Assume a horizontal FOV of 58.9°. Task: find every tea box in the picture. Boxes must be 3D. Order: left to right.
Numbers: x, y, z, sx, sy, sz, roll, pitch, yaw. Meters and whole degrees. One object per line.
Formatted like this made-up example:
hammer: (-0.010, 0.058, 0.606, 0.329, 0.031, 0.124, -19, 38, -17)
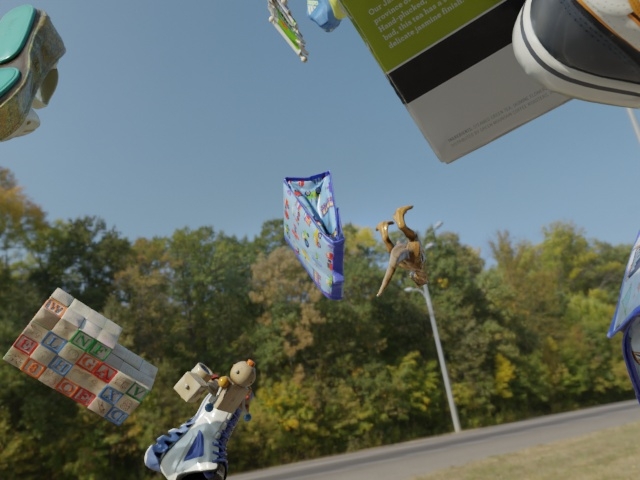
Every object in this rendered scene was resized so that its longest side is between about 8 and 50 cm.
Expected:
tea box: (0.135, -0.320, 0.588, 0.219, 0.329, 0.324, -27, -62, 23)

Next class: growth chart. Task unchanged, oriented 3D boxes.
growth chart: (-0.091, -0.519, 1.297, 0.021, 0.172, 0.237, -37, -17, -2)

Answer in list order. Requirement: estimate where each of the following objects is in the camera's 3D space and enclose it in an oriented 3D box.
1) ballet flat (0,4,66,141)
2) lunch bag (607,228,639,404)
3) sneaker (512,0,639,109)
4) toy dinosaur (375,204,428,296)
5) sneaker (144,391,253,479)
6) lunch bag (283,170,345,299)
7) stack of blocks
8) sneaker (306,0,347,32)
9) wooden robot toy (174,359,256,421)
ballet flat: (-0.475, -0.231, 0.877, 0.123, 0.349, 0.123, -1, -40, -1)
lunch bag: (0.691, 0.104, 1.046, 0.238, 0.328, 0.385, 6, -36, 44)
sneaker: (0.295, -0.135, 0.342, 0.320, 0.126, 0.127, 5, -19, -1)
toy dinosaur: (0.110, 0.015, 0.729, 0.064, 0.112, 0.211, -28, -19, 18)
sneaker: (-0.276, 0.526, 1.469, 0.315, 0.182, 0.127, -40, -36, -21)
lunch bag: (0.000, 0.000, 1.476, 0.138, 0.293, 0.221, -10, -43, -12)
stack of blocks: (-0.522, 0.265, 1.280, 0.297, 0.087, 0.171, 38, -74, -17)
sneaker: (-0.007, -0.509, 1.110, 0.091, 0.240, 0.126, -1, -31, -29)
wooden robot toy: (-0.129, 0.191, 0.789, 0.079, 0.076, 0.173, -50, -36, -2)
